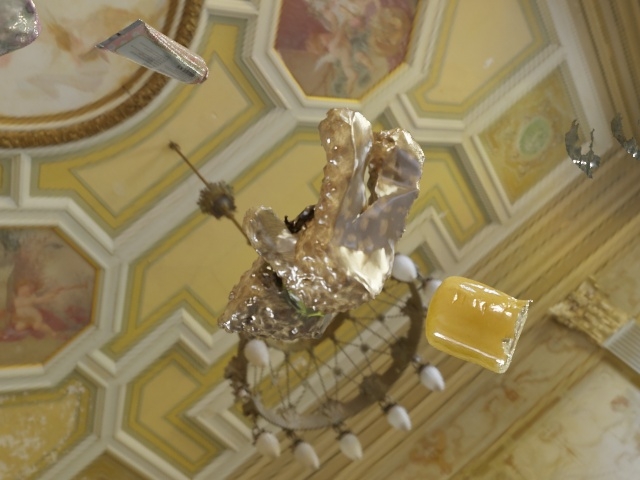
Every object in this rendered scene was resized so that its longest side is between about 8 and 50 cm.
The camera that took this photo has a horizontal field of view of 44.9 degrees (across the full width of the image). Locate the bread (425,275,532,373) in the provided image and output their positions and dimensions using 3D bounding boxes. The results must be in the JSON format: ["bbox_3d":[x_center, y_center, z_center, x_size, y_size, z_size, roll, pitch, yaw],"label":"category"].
[{"bbox_3d":[0.257,0.136,1.297,0.085,0.173,0.134,29,-100,-59],"label":"bread"}]

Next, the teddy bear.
[{"bbox_3d":[0.000,-0.010,1.032,0.246,0.222,0.296,12,-99,-47],"label":"teddy bear"}]

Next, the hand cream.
[{"bbox_3d":[-0.208,-0.242,1.014,0.067,0.043,0.209,-23,-9,16],"label":"hand cream"}]

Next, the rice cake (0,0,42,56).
[{"bbox_3d":[-0.195,-0.107,0.403,0.047,0.206,0.036,-31,-65,-29],"label":"rice cake"}]

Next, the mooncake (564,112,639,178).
[{"bbox_3d":[0.358,-0.089,0.681,0.057,0.347,0.150,19,-109,-24],"label":"mooncake"}]
